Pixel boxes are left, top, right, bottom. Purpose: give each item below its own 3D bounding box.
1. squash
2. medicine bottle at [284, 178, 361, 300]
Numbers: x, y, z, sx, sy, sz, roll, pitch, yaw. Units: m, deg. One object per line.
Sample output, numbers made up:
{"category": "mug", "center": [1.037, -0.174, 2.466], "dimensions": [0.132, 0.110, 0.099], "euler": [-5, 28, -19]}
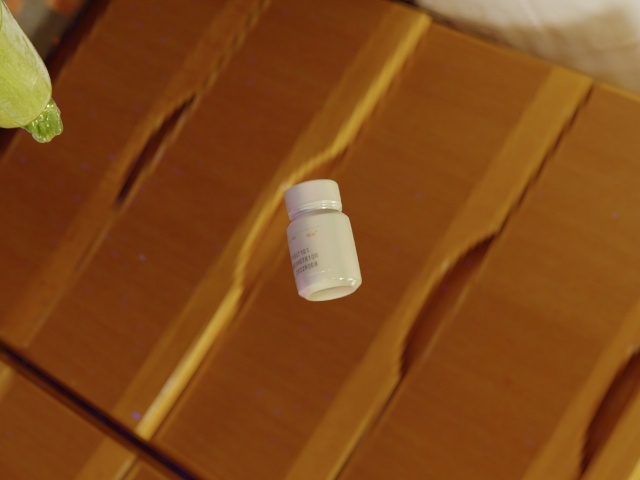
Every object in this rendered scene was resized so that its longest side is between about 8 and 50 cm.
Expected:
{"category": "squash", "center": [-0.232, -0.117, 1.138], "dimensions": [0.094, 0.094, 0.224], "euler": [-57, 160, -7]}
{"category": "medicine bottle", "center": [0.000, 0.000, 1.295], "dimensions": [0.052, 0.052, 0.089], "euler": [9, 65, -51]}
